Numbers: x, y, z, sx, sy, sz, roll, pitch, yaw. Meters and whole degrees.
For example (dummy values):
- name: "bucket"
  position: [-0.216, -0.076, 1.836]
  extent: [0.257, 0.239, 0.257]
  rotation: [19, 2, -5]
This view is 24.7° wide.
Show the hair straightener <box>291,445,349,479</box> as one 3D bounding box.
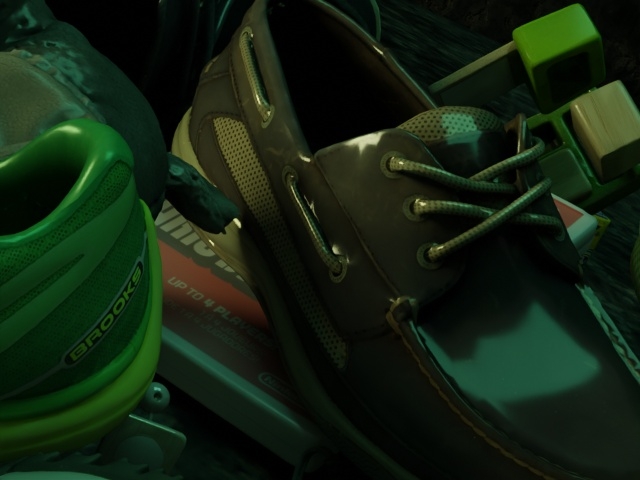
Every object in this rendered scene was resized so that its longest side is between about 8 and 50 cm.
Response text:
- name: "hair straightener"
  position: [0.061, 0.152, 0.573]
  extent: [0.230, 0.047, 0.089]
  rotation: [38, 18, 34]

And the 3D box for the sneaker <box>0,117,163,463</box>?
- name: "sneaker"
  position: [-0.187, 0.007, 0.418]
  extent: [0.295, 0.123, 0.109]
  rotation: [-6, 27, -29]

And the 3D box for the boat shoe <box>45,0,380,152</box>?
- name: "boat shoe"
  position: [-0.133, -0.123, 0.911]
  extent: [0.500, 0.187, 0.156]
  rotation: [2, 34, -47]

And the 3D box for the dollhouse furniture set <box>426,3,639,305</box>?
- name: "dollhouse furniture set"
  position: [0.195, 0.014, 1.065]
  extent: [0.301, 0.151, 0.197]
  rotation: [65, 5, 22]

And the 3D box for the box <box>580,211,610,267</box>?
- name: "box"
  position: [0.215, -0.039, 1.437]
  extent: [0.059, 0.054, 0.169]
  rotation: [20, 18, -25]

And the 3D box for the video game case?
- name: "video game case"
  position: [0.000, 0.000, 0.796]
  extent: [0.204, 0.025, 0.285]
  rotation: [31, 37, 23]

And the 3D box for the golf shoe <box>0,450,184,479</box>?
- name: "golf shoe"
  position: [-0.043, 0.143, 0.335]
  extent: [0.120, 0.105, 0.273]
  rotation: [2, 28, -43]

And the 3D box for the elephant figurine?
- name: "elephant figurine"
  position: [-0.158, -0.004, 0.581]
  extent: [0.239, 0.186, 0.169]
  rotation: [-84, 154, -63]

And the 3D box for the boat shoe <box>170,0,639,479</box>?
- name: "boat shoe"
  position: [0.040, 0.000, 0.671]
  extent: [0.132, 0.130, 0.355]
  rotation: [-14, 43, -35]

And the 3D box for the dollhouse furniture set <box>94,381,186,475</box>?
- name: "dollhouse furniture set"
  position: [-0.103, 0.077, 0.476]
  extent: [0.114, 0.081, 0.091]
  rotation: [23, 16, -15]
